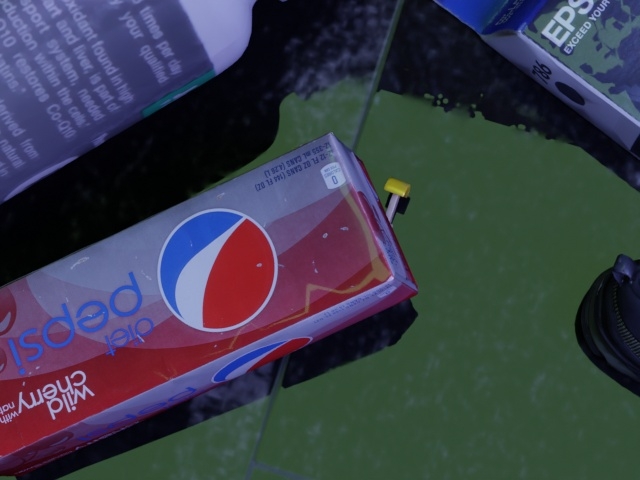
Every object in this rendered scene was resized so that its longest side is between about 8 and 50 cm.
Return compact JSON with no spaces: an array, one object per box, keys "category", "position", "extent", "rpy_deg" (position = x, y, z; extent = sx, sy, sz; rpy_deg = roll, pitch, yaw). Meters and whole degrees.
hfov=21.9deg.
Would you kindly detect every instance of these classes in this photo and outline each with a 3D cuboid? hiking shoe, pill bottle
[{"category":"hiking shoe","position":[0.251,0.073,0.892],"extent":[0.227,0.114,0.086],"rpy_deg":[21,81,7]},{"category":"pill bottle","position":[-0.167,-0.143,0.911],"extent":[0.361,0.204,0.204],"rpy_deg":[-31,79,-3]}]

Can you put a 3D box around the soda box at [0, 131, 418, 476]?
[{"category":"soda box","position":[-0.085,0.041,0.912],"extent":[0.263,0.083,0.092],"rpy_deg":[-25,78,9]}]

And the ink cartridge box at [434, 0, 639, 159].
[{"category":"ink cartridge box","position":[0.236,-0.114,0.957],"extent":[0.332,0.065,0.165],"rpy_deg":[37,84,10]}]

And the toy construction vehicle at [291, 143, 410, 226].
[{"category":"toy construction vehicle","position":[0.000,0.000,0.964],"extent":[0.086,0.035,0.098],"rpy_deg":[18,82,14]}]
